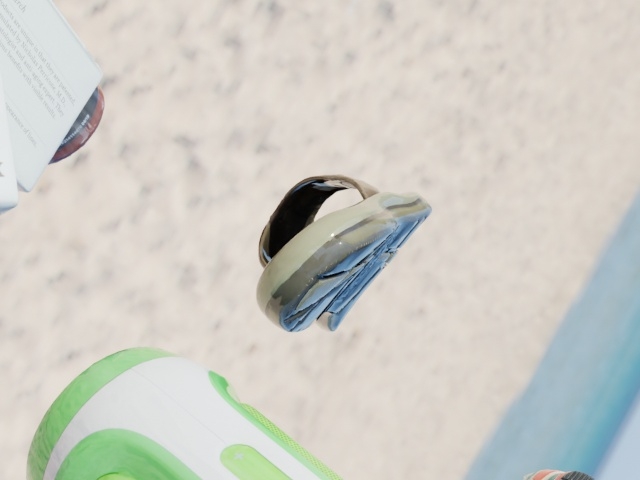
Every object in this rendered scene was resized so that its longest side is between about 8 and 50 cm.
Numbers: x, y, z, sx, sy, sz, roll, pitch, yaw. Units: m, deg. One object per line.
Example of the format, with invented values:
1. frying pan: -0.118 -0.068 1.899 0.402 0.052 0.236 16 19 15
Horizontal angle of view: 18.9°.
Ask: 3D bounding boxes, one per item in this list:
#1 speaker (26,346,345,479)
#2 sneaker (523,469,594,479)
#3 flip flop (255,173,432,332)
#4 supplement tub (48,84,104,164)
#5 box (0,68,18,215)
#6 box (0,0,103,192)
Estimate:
1. speaker: -0.015 0.171 0.938 0.131 0.296 0.131 -29 136 -31
2. sneaker: 0.134 0.228 1.310 0.075 0.057 0.161 2 -115 65
3. flip flop: 0.000 0.000 1.206 0.112 0.080 0.277 -51 172 9
4. supplement tub: -0.285 -0.161 1.727 0.106 0.106 0.198 -58 138 -18
5. box: -0.189 -0.049 0.774 0.101 0.102 0.087 -2 169 -34
6. box: -0.290 -0.141 1.402 0.119 0.181 0.182 -62 141 -26
